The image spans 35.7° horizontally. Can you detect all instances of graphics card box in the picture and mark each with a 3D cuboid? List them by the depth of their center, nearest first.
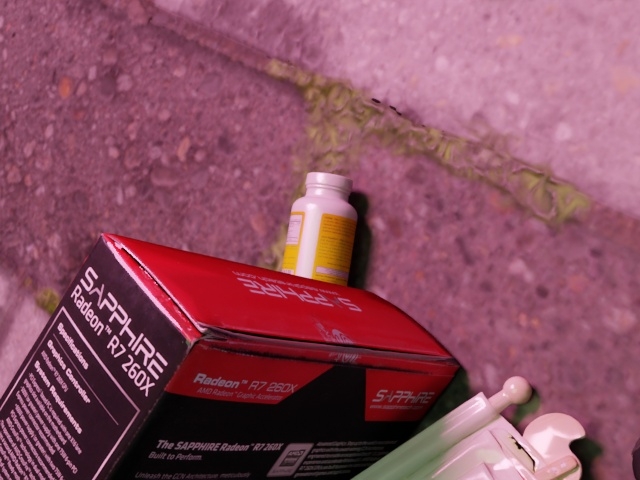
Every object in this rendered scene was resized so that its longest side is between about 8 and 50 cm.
[{"bbox_3d":[-0.107,0.180,0.562,0.094,0.233,0.371,42,107,34],"label":"graphics card box"}]

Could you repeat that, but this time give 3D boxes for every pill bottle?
[{"bbox_3d":[0.000,0.000,0.640,0.043,0.043,0.083,5,83,37],"label":"pill bottle"}]

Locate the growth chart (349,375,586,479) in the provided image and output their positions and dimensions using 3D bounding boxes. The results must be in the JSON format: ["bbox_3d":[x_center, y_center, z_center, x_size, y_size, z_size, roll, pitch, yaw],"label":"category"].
[{"bbox_3d":[0.086,0.186,0.485,0.172,0.021,0.237,-27,47,4],"label":"growth chart"}]

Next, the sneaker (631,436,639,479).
[{"bbox_3d":[0.235,0.182,0.391,0.283,0.107,0.124,32,105,37],"label":"sneaker"}]
